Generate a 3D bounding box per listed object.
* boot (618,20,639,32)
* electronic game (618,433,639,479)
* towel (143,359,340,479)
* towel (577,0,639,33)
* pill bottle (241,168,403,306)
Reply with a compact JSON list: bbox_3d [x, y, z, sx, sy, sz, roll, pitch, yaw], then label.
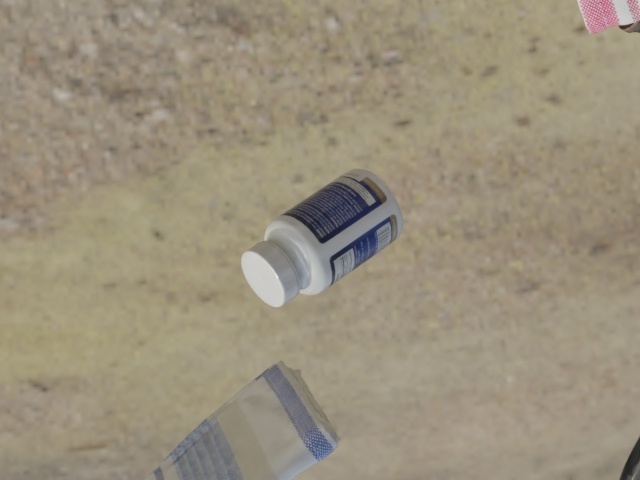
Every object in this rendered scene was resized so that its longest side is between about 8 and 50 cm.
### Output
[{"bbox_3d":[0.341,-0.257,1.352,0.106,0.219,0.082,30,158,-16],"label":"boot"},{"bbox_3d":[0.314,0.160,1.112,0.229,0.048,0.229,-15,126,-21],"label":"electronic game"},{"bbox_3d":[-0.109,0.217,1.211,0.285,0.034,0.209,-42,-165,-3],"label":"towel"},{"bbox_3d":[0.206,-0.188,0.755,0.197,0.029,0.144,-15,126,22],"label":"towel"},{"bbox_3d":[0.000,0.000,1.154,0.120,0.067,0.067,-34,171,-29],"label":"pill bottle"}]
